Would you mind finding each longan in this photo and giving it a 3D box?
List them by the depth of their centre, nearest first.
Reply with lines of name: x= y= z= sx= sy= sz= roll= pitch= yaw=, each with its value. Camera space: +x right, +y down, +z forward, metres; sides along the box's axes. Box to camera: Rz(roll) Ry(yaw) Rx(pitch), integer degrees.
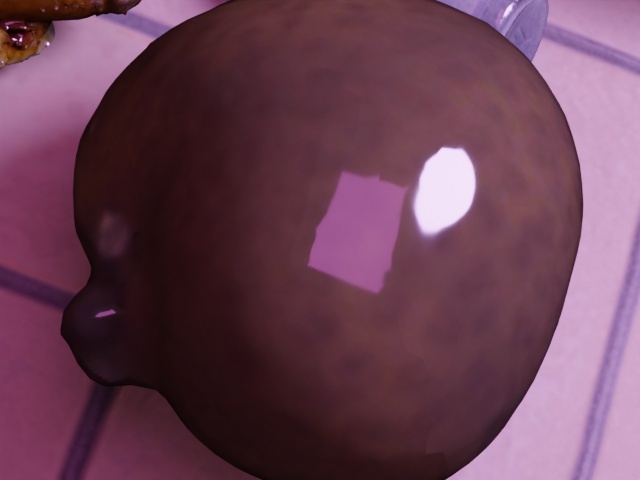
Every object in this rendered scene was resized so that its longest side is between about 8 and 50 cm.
longan: x=0.000 y=0.000 z=1.050 sx=0.300 sy=0.243 sz=0.300 roll=-4 pitch=48 yaw=4

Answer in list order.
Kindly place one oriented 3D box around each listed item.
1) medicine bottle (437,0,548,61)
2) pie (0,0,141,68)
medicine bottle: x=0.034 y=-0.158 z=1.181 sx=0.203 sy=0.083 sz=0.083 roll=30 pitch=64 yaw=20
pie: x=-0.262 y=-0.188 z=1.153 sx=0.274 sy=0.105 sz=0.257 roll=-27 pitch=62 yaw=-24
